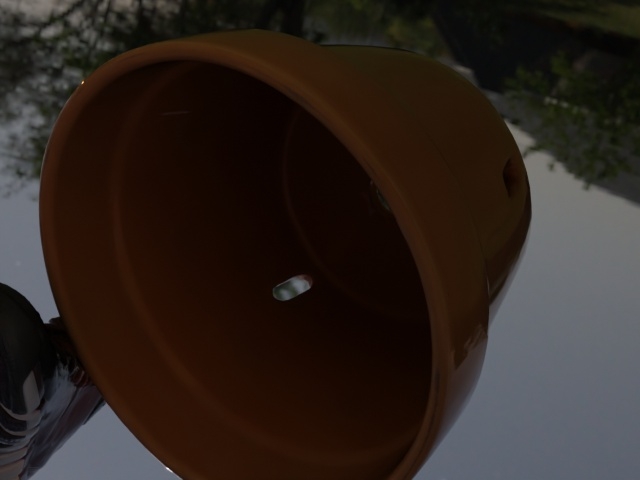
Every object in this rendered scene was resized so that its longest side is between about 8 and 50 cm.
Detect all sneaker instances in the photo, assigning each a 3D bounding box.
[{"bbox_3d":[-0.192,0.072,0.799,0.106,0.281,0.162,41,-124,7],"label":"sneaker"}]

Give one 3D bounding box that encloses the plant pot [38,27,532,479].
[{"bbox_3d":[0.000,0.000,0.722,0.291,0.291,0.203,23,-148,28],"label":"plant pot"}]
